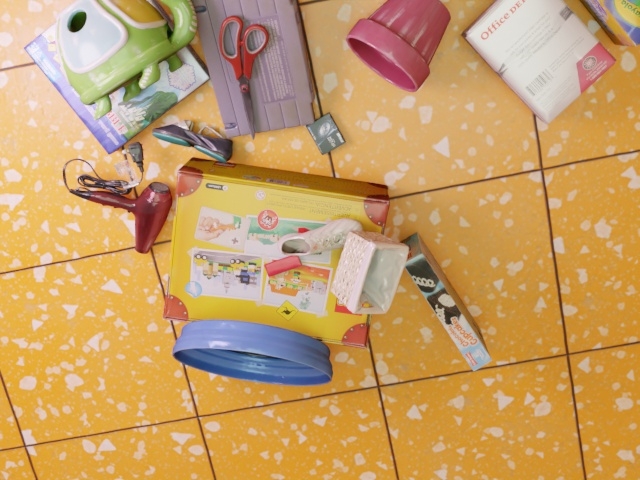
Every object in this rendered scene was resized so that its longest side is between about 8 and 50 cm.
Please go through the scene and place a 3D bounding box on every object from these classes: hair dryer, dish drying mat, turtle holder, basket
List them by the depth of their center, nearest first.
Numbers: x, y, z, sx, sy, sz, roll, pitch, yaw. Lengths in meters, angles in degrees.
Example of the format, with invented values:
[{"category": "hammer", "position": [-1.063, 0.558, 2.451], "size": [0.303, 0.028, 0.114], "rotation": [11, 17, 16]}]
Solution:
[{"category": "turtle holder", "position": [-0.425, -0.431, 1.748], "size": [0.320, 0.243, 0.227], "rotation": [-20, 109, 41]}, {"category": "basket", "position": [0.105, 0.068, 1.807], "size": [0.113, 0.103, 0.167], "rotation": [4, 109, -40]}, {"category": "dish drying mat", "position": [-0.087, 0.057, 1.880], "size": [0.083, 0.008, 0.032], "rotation": [-19, 103, 8]}, {"category": "hair dryer", "position": [-0.478, -0.099, 2.015], "size": [0.224, 0.080, 0.293], "rotation": [-16, 114, 14]}]

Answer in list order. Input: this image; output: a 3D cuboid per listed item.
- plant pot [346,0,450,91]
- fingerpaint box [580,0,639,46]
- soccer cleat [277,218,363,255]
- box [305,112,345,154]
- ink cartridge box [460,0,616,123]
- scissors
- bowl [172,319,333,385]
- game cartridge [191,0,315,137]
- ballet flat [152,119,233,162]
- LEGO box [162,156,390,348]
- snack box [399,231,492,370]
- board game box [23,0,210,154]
[{"category": "plant pot", "position": [0.189, -0.465, 1.832], "size": [0.201, 0.201, 0.180], "rotation": [37, 90, -8]}, {"category": "fingerpaint box", "position": [0.667, -0.707, 1.743], "size": [0.371, 0.163, 0.445], "rotation": [-41, 100, 12]}, {"category": "soccer cleat", "position": [0.000, 0.000, 1.824], "size": [0.196, 0.076, 0.068], "rotation": [-13, 105, 6]}, {"category": "box", "position": [0.013, -0.259, 1.979], "size": [0.067, 0.018, 0.083], "rotation": [-27, 103, 10]}, {"category": "ink cartridge box", "position": [0.491, -0.440, 1.852], "size": [0.283, 0.117, 0.207], "rotation": [44, 104, -10]}, {"category": "scissors", "position": [-0.185, -0.368, 1.864], "size": [0.109, 0.021, 0.297], "rotation": [5, 126, -8]}, {"category": "bowl", "position": [-0.160, 0.276, 1.981], "size": [0.391, 0.391, 0.077], "rotation": [9, 71, 0]}, {"category": "game cartridge", "position": [-0.146, -0.417, 1.873], "size": [0.230, 0.068, 0.355], "rotation": [-11, 125, 1]}, {"category": "ballet flat", "position": [-0.304, -0.251, 1.978], "size": [0.203, 0.074, 0.074], "rotation": [20, 106, 3]}, {"category": "LEGO box", "position": [-0.104, 0.026, 1.977], "size": [0.501, 0.193, 0.372], "rotation": [9, 106, 0]}, {"category": "snack box", "position": [0.304, 0.146, 1.996], "size": [0.060, 0.187, 0.322], "rotation": [-32, 102, 11]}, {"category": "board game box", "position": [-0.475, -0.423, 1.930], "size": [0.318, 0.066, 0.318], "rotation": [-35, 102, 12]}]
